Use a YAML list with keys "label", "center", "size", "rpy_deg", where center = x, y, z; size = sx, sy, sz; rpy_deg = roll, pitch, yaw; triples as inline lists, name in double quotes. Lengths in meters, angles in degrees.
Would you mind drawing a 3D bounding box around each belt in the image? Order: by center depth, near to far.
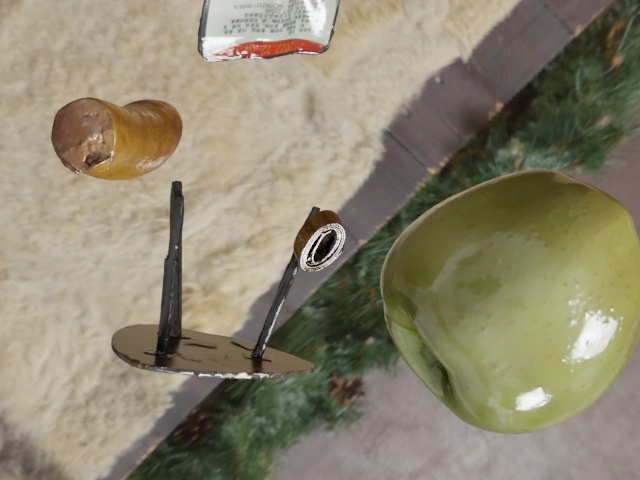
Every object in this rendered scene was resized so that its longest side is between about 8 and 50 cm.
- label: "belt"
  center: [0.000, 0.000, 1.611]
  size: [0.059, 0.036, 0.083]
  rpy_deg: [10, 125, -32]

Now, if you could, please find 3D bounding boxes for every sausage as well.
- label: "sausage"
  center: [-0.250, -0.134, 1.596]
  size: [0.108, 0.270, 0.109]
  rpy_deg: [2, 99, 12]

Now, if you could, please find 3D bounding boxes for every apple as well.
- label: "apple"
  center: [0.262, 0.080, 1.657]
  size: [0.357, 0.357, 0.358]
  rpy_deg: [0, 91, 8]

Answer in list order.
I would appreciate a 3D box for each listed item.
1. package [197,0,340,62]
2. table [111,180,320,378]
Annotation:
- label: "package"
  center: [-0.040, -0.293, 1.263]
  size: [0.166, 0.040, 0.232]
  rpy_deg: [-8, 129, -29]
- label: "table"
  center: [-0.175, 0.048, 1.869]
  size: [0.317, 0.317, 0.249]
  rpy_deg: [10, 96, 8]
